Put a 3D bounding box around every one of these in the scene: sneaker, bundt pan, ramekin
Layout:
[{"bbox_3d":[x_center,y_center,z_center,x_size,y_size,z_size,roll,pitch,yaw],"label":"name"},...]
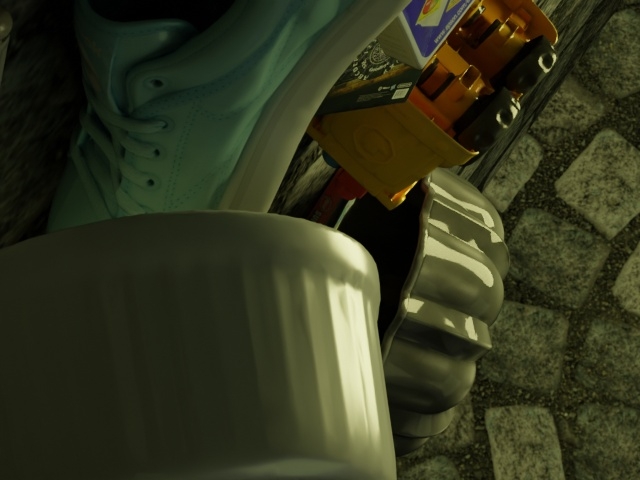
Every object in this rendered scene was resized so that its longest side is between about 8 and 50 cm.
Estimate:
[{"bbox_3d":[-0.082,-0.095,0.806,0.150,0.135,0.366,2,134,-42],"label":"sneaker"},{"bbox_3d":[0.086,0.075,1.599,0.331,0.124,0.331,-159,-90,-77],"label":"bundt pan"},{"bbox_3d":[-0.091,0.103,0.858,0.277,0.135,0.277,-11,156,-5],"label":"ramekin"}]

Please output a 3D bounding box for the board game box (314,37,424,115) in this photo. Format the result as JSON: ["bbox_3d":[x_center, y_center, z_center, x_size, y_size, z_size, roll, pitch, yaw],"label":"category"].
[{"bbox_3d":[0.024,-0.148,1.164,0.186,0.026,0.126,-13,141,-46],"label":"board game box"}]

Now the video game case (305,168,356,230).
[{"bbox_3d":[0.000,0.000,1.778,0.285,0.025,0.204,-57,171,9],"label":"video game case"}]

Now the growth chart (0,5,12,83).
[{"bbox_3d":[-0.210,-0.007,0.673,0.237,0.021,0.172,-44,166,-50],"label":"growth chart"}]

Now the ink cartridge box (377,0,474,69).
[{"bbox_3d":[0.081,-0.261,1.079,0.206,0.045,0.208,-52,142,-20],"label":"ink cartridge box"}]

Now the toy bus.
[{"bbox_3d":[0.087,-0.131,1.434,0.220,0.149,0.211,-50,-177,-41],"label":"toy bus"}]
